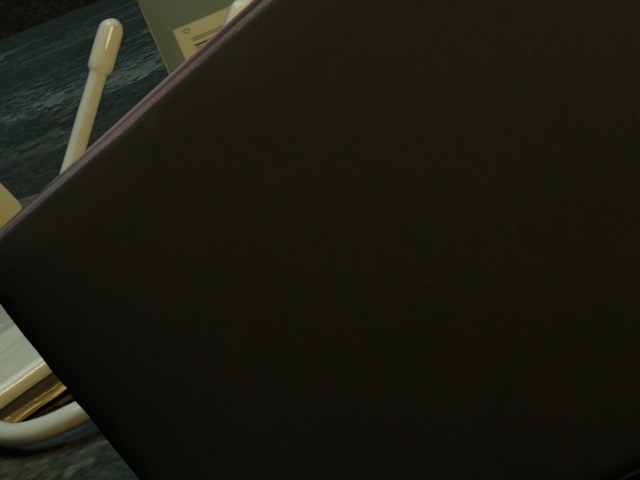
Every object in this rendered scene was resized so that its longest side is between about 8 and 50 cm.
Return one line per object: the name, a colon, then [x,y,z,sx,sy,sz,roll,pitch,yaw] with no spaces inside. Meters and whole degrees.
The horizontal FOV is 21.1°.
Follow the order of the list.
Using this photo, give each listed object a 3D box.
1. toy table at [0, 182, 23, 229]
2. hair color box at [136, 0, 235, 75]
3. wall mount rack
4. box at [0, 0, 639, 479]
toy table: [-0.380,-0.063,1.382,0.274,0.252,0.161,-17,25,50]
hair color box: [-0.029,-0.164,1.286,0.113,0.185,0.374,-20,15,10]
wall mount rack: [-0.171,-0.006,1.011,0.304,0.130,0.350,-37,20,-22]
box: [0.090,-0.054,0.593,0.296,0.183,0.294,-36,5,38]
